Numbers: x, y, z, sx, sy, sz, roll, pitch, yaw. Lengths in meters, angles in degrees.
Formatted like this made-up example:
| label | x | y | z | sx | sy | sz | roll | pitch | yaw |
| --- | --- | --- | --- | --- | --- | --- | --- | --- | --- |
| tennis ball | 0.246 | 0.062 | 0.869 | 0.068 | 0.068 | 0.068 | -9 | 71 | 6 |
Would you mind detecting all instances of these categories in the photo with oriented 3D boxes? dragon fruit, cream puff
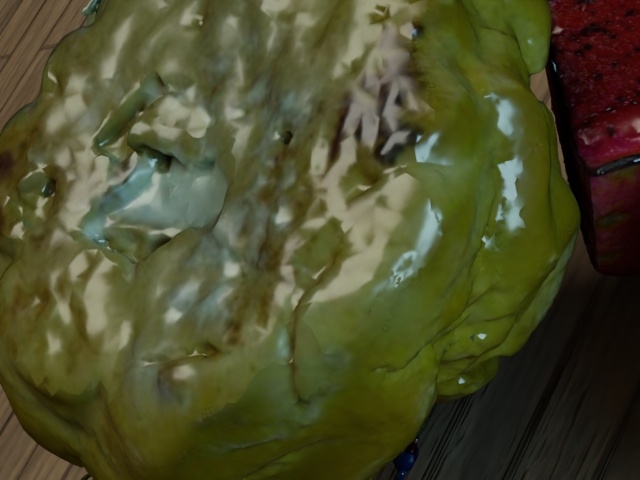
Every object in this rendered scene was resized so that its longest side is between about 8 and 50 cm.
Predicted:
| label | x | y | z | sx | sy | sz | roll | pitch | yaw |
| --- | --- | --- | --- | --- | --- | --- | --- | --- | --- |
| dragon fruit | 0.180 | -0.082 | 0.998 | 0.261 | 0.163 | 0.189 | -97 | 20 | -49 |
| cream puff | 0.001 | -0.001 | 0.966 | 0.291 | 0.257 | 0.324 | 38 | 94 | 38 |

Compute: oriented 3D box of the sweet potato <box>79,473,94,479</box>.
| label | x | y | z | sx | sy | sz | roll | pitch | yaw |
| --- | --- | --- | --- | --- | --- | --- | --- | --- | --- |
| sweet potato | -0.054 | 0.057 | 1.214 | 0.269 | 0.075 | 0.075 | -54 | 29 | 0 |

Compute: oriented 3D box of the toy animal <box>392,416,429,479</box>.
| label | x | y | z | sx | sy | sz | roll | pitch | yaw |
| --- | --- | --- | --- | --- | --- | --- | --- | --- | --- |
| toy animal | 0.035 | 0.070 | 1.115 | 0.075 | 0.041 | 0.217 | -52 | 24 | 6 |
